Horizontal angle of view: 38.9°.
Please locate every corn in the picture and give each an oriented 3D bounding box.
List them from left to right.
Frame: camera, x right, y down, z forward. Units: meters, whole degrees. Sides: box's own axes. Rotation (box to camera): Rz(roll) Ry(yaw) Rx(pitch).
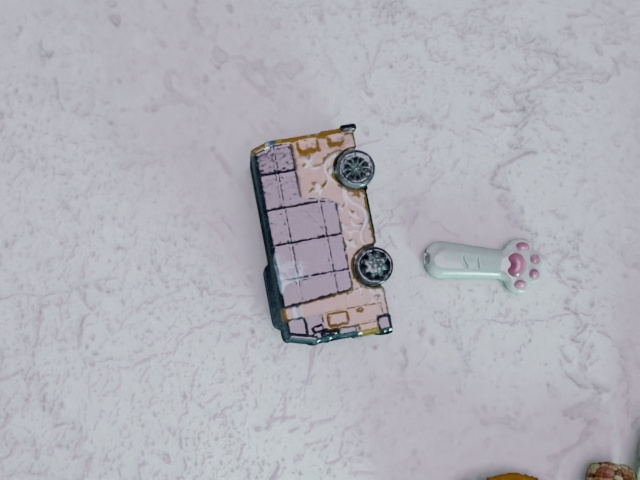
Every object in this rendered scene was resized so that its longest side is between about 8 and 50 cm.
[{"bbox_3d":[0.459,0.472,1.424,0.086,0.086,0.253,12,58,-5],"label":"corn"}]

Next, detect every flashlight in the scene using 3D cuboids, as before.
[{"bbox_3d":[0.268,0.037,1.496,0.200,0.047,0.093,5,86,-7],"label":"flashlight"}]

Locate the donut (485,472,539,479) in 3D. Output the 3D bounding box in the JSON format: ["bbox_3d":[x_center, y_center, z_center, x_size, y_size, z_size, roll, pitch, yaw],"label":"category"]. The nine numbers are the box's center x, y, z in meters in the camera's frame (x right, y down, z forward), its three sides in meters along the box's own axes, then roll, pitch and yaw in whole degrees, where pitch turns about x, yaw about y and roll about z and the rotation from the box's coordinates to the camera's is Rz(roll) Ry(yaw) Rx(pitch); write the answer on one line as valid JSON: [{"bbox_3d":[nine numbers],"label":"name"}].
[{"bbox_3d":[0.305,0.498,1.440,0.253,0.118,0.253,-2,99,-14],"label":"donut"}]

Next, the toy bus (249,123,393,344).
[{"bbox_3d":[0.000,0.000,1.415,0.194,0.162,0.323,-10,85,-6],"label":"toy bus"}]

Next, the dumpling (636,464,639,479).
[{"bbox_3d":[0.665,0.396,1.412,0.315,0.233,0.395,44,117,4],"label":"dumpling"}]
